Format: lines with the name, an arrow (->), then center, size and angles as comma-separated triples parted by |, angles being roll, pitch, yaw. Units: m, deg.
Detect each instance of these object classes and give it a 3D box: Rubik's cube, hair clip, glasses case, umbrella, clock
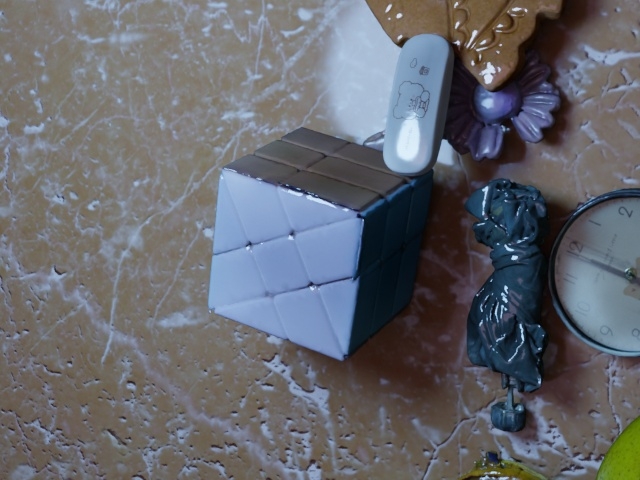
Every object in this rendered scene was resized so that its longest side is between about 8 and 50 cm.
Rubik's cube -> 0.000, 0.000, 1.601 | 0.221, 0.224, 0.231 | 19, 118, 23
hair clip -> 0.180, -0.173, 1.626 | 0.300, 0.069, 0.173 | -23, 76, 24
glasses case -> 0.130, -0.180, 1.547 | 0.074, 0.049, 0.193 | 6, 79, 30
umbrella -> 0.253, 0.092, 1.579 | 0.094, 0.143, 0.349 | -2, 103, -14
clock -> 0.411, 0.043, 1.539 | 0.226, 0.049, 0.226 | 1, 92, 24

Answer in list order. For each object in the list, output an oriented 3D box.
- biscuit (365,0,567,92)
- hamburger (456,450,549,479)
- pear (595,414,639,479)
biscuit -> 0.190, -0.340, 1.600 | 0.306, 0.043, 0.284 | 6, 78, 30
hamburger -> 0.261, 0.391, 1.583 | 0.191, 0.118, 0.182 | 18, 102, 27
pear -> 0.470, 0.321, 1.403 | 0.294, 0.294, 0.294 | 1, 92, 25
